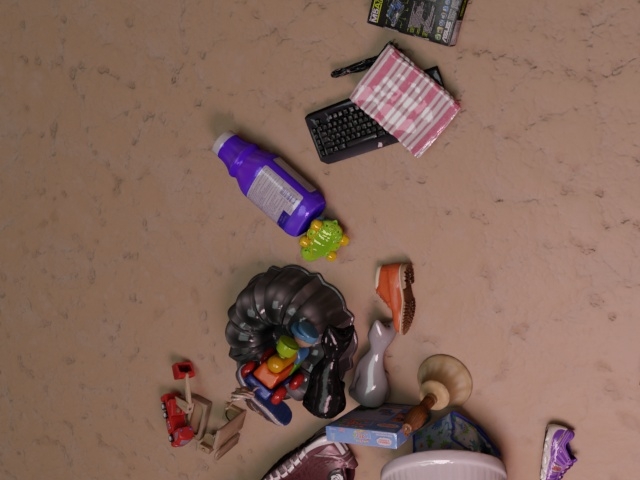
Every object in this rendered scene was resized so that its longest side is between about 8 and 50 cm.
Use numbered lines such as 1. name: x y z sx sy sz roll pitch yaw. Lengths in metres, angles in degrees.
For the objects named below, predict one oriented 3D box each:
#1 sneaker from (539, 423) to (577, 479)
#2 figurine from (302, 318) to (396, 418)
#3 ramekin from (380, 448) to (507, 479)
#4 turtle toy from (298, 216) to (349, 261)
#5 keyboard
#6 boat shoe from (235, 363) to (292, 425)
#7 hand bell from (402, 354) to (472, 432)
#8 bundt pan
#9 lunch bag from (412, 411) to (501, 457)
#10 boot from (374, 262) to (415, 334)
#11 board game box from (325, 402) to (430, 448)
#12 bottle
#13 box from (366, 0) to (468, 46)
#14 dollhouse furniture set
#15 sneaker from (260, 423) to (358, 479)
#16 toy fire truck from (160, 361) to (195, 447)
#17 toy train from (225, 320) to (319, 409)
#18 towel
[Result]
1. sneaker: 0.493 0.466 1.592 0.071 0.068 0.170 8 106 19
2. figurine: 0.076 0.267 1.684 0.092 0.215 0.209 32 118 47
3. ramekin: 0.260 0.544 1.608 0.273 0.273 0.127 -22 49 30
4. turtle toy: 0.000 0.000 1.713 0.095 0.066 0.130 29 118 -16
5. keyboard: 0.105 -0.292 1.606 0.317 0.033 0.202 -16 96 28
6. boat shoe: -0.143 0.356 1.744 0.066 0.066 0.183 -16 116 42
7. hand bell: 0.223 0.337 1.591 0.126 0.242 0.126 7 106 25
8. bundt pan: -0.087 0.229 1.788 0.330 0.124 0.331 8 107 26
9. lunch bag: 0.294 0.455 1.668 0.151 0.096 0.129 35 127 -19
10. boot: 0.160 0.127 1.678 0.084 0.059 0.158 0 95 30
11. board game box: 0.129 0.397 1.670 0.160 0.211 0.039 -1 92 27
12. bottle: -0.122 -0.135 1.726 0.283 0.092 0.118 41 121 12
13. box: 0.199 -0.494 1.498 0.184 0.045 0.191 23 113 23
14. dollhouse furniture set: -0.297 0.485 1.961 0.151 0.123 0.144 23 112 20
15. sneaker: -0.022 0.580 1.861 0.281 0.106 0.162 -42 86 28
16. toy fire truck: -0.360 0.425 1.991 0.135 0.047 0.192 -41 59 43
17. toy train: -0.095 0.259 1.590 0.105 0.248 0.143 38 112 13
18. towel: 0.167 -0.279 1.547 0.197 0.029 0.144 42 120 5
